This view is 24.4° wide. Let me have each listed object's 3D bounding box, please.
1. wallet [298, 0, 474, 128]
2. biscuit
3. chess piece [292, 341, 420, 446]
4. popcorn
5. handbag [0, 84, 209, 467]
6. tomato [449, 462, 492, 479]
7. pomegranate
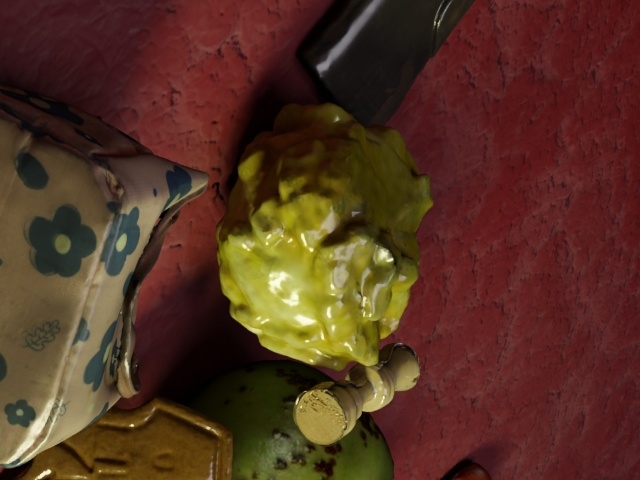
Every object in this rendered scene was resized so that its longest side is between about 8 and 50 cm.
[{"bbox_3d":[0.105,-0.252,1.439,0.309,0.042,0.165,-53,148,-8],"label":"wallet"},{"bbox_3d":[-0.186,0.231,1.326,0.034,0.215,0.182,124,-34,-85],"label":"biscuit"},{"bbox_3d":[0.044,0.138,1.404,0.172,0.060,0.060,-26,138,-54],"label":"chess piece"},{"bbox_3d":[0.000,0.000,1.386,0.266,0.192,0.233,58,37,-53],"label":"popcorn"},{"bbox_3d":[-0.203,0.019,1.106,0.252,0.190,0.193,-68,165,15],"label":"handbag"},{"bbox_3d":[0.198,0.414,2.136,0.166,0.082,0.174,-4,123,-53],"label":"tomato"},{"bbox_3d":[-0.014,0.284,1.455,0.285,0.340,0.285,-41,148,-34],"label":"pomegranate"}]
